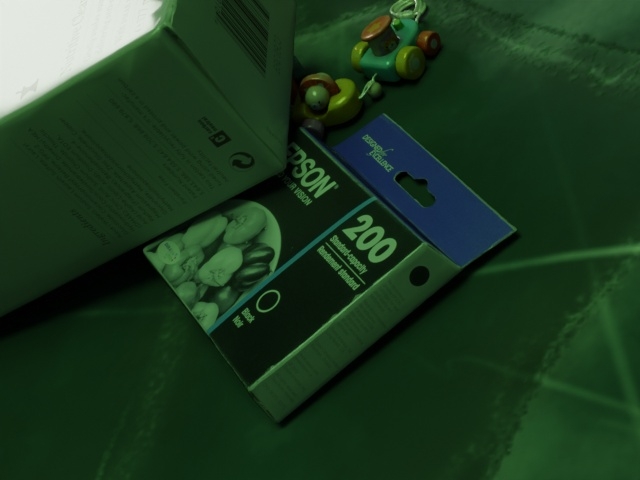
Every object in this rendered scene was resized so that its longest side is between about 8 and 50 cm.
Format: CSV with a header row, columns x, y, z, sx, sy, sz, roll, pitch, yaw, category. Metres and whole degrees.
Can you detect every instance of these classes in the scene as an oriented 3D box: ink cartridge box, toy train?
x,y,z,sx,sy,sz,roll,pitch,yaw,category
0.000,0.000,1.235,0.208,0.045,0.206,-38,37,-5,ink cartridge box
0.008,-0.141,1.374,0.166,0.046,0.125,-30,39,7,toy train

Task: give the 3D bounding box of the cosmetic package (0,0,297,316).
x,y,z,sx,sy,sz,roll,pitch,yaw,category
-0.215,-0.086,1.356,0.385,0.156,0.217,-26,36,22,cosmetic package
